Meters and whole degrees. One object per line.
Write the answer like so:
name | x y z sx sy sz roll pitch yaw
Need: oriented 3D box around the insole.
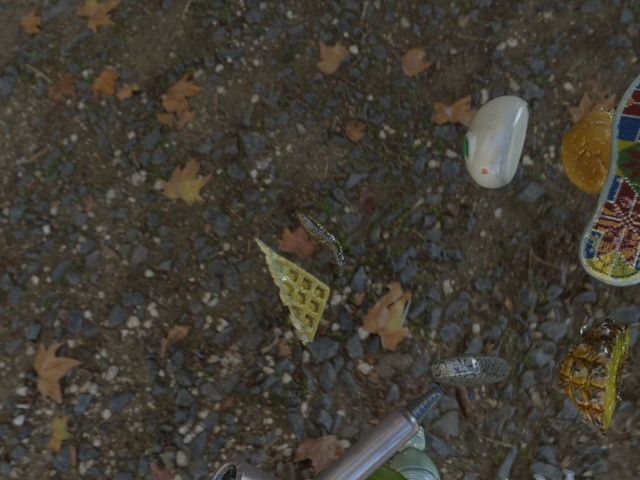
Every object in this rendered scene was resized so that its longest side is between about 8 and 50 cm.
insole | 0.233 -0.054 0.450 0.065 0.006 0.193 17 71 32

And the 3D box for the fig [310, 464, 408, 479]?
fig | 0.091 0.470 0.941 0.233 0.314 0.233 -28 39 25

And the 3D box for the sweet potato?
sweet potato | 0.006 -0.003 1.184 0.041 0.038 0.153 -38 84 -3

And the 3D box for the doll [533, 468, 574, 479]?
doll | 0.443 0.562 1.217 0.057 0.114 0.227 -1 88 59

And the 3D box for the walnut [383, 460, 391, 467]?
walnut | 0.153 0.759 1.791 0.277 0.253 0.282 38 40 26

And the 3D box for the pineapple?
pineapple | 0.663 0.286 1.553 0.158 0.161 0.334 7 52 45

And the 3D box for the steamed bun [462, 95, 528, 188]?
steamed bun | 0.413 -0.237 1.511 0.131 0.177 0.228 15 77 24

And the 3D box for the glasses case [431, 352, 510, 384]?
glasses case | 0.423 0.362 1.755 0.137 0.355 0.085 -18 69 29

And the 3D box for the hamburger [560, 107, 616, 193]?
hamburger | 0.490 -0.149 1.096 0.083 0.138 0.147 -11 64 -23

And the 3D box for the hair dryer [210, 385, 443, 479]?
hair dryer | 0.026 0.220 0.643 0.220 0.195 0.053 -51 28 6

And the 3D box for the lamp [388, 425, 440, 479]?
lamp | 0.180 0.443 1.249 0.106 0.106 0.193 -15 25 11

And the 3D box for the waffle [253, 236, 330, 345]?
waffle | -0.066 0.092 1.094 0.032 0.191 0.125 1 64 48
